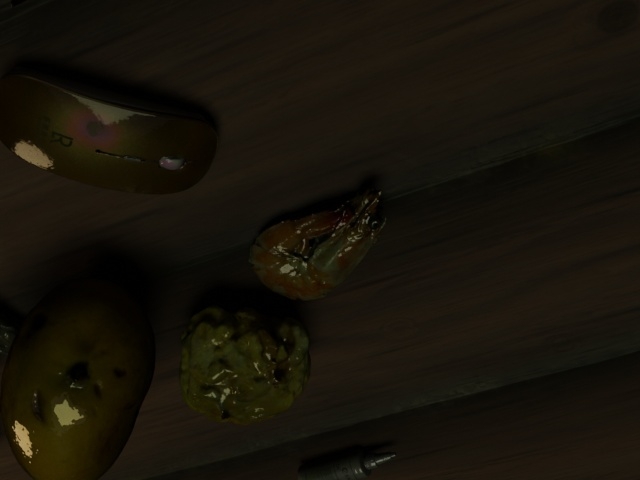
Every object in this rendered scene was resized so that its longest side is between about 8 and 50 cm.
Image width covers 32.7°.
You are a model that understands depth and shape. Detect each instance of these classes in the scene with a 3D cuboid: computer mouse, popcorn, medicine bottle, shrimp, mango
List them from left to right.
[{"bbox_3d":[-0.391,0.242,1.753,0.221,0.301,0.445,16,145,-6],"label":"mango"},{"bbox_3d":[-0.299,-0.146,1.509,0.310,0.071,0.158,14,136,-13],"label":"computer mouse"},{"bbox_3d":[-0.120,0.209,1.773,0.233,0.192,0.266,24,142,-25],"label":"popcorn"},{"bbox_3d":[0.000,0.001,1.654,0.154,0.062,0.294,32,130,-19],"label":"shrimp"},{"bbox_3d":[0.054,0.434,2.090,0.199,0.057,0.057,-19,132,20],"label":"medicine bottle"}]

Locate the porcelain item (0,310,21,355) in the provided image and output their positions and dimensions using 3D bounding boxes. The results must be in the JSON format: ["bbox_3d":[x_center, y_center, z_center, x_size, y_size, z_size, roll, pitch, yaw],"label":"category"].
[{"bbox_3d":[-0.504,0.178,1.854,0.081,0.069,0.216,-35,130,26],"label":"porcelain item"}]

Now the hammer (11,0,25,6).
[{"bbox_3d":[-0.321,-0.337,1.354,0.178,0.021,0.065,-20,131,24],"label":"hammer"}]
